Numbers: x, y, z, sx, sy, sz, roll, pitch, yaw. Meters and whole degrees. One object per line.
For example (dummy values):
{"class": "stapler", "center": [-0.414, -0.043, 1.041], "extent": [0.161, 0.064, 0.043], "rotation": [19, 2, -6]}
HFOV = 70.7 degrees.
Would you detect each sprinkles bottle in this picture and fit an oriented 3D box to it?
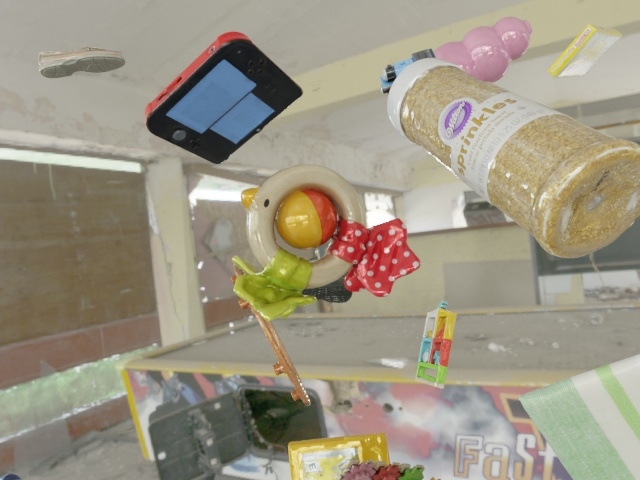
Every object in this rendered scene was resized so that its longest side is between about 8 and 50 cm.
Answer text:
{"class": "sprinkles bottle", "center": [0.203, -0.123, 0.544], "extent": [0.122, 0.121, 0.355], "rotation": [-6, 34, -16]}

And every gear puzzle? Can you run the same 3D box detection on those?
{"class": "gear puzzle", "center": [0.174, 0.624, 1.105], "extent": [0.339, 0.175, 0.044], "rotation": [20, 15, -28]}

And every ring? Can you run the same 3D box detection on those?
{"class": "ring", "center": [-0.113, 0.202, 0.965], "extent": [0.032, 0.336, 0.336], "rotation": [-28, 2, -7]}

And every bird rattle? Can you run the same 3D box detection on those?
{"class": "bird rattle", "center": [0.000, 0.000, 0.596], "extent": [0.254, 0.206, 0.143], "rotation": [-19, 12, -11]}

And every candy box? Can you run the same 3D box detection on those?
{"class": "candy box", "center": [0.554, -0.391, 0.938], "extent": [0.206, 0.027, 0.105], "rotation": [-21, -23, -43]}

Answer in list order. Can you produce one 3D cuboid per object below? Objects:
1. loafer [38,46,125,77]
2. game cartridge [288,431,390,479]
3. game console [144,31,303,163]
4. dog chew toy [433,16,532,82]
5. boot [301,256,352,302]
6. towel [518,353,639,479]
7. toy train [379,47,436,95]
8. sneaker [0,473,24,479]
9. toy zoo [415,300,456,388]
{"class": "loafer", "center": [-0.376, -0.288, 0.707], "extent": [0.125, 0.039, 0.045], "rotation": [-15, -9, -13]}
{"class": "game cartridge", "center": [0.068, 0.774, 1.427], "extent": [0.324, 0.284, 0.052], "rotation": [-10, -20, 9]}
{"class": "game console", "center": [-0.278, -0.394, 1.323], "extent": [0.387, 0.060, 0.342], "rotation": [-34, -29, 18]}
{"class": "dog chew toy", "center": [0.499, -0.573, 1.425], "extent": [0.332, 0.206, 0.207], "rotation": [-31, -11, 22]}
{"class": "boot", "center": [-0.027, 0.107, 1.326], "extent": [0.247, 0.083, 0.161], "rotation": [7, 29, -7]}
{"class": "towel", "center": [0.388, 0.170, 0.386], "extent": [0.325, 0.247, 0.038], "rotation": [-32, 8, 25]}
{"class": "toy train", "center": [0.267, -0.502, 1.363], "extent": [0.184, 0.080, 0.105], "rotation": [-14, -38, 10]}
{"class": "sneaker", "center": [-0.703, 0.589, 1.049], "extent": [0.144, 0.059, 0.053], "rotation": [30, 22, 32]}
{"class": "toy zoo", "center": [0.401, 0.352, 1.564], "extent": [0.030, 0.292, 0.192], "rotation": [15, -12, -6]}
